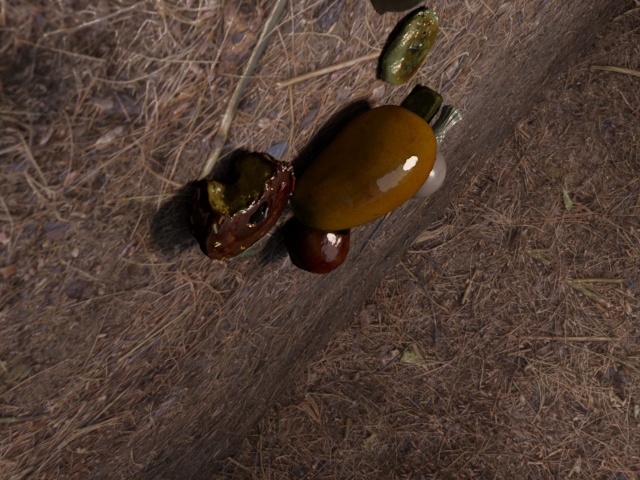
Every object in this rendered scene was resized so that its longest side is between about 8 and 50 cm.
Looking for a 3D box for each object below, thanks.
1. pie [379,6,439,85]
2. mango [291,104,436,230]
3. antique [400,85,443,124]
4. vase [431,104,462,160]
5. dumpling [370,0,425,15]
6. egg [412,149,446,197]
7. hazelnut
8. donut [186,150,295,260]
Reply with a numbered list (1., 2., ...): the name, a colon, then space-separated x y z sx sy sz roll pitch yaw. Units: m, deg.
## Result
1. pie: 0.203 -0.431 1.254 0.187 0.041 0.187 -43 161 -18
2. mango: 0.097 -0.155 1.296 0.378 0.221 0.264 -35 164 -12
3. antique: 0.243 -0.319 1.530 0.221 0.080 0.081 -55 163 14
4. vase: 0.323 -0.297 1.522 0.148 0.081 0.081 -54 163 -5
5. dumpling: 0.152 -0.459 0.921 0.108 0.127 0.188 -11 133 -53
6. egg: 0.287 -0.213 1.662 0.176 0.176 0.232 -51 -172 3
7. hazelnut: -0.008 0.001 1.468 0.201 0.170 0.160 -76 172 -68
8. donut: -0.150 -0.069 1.052 0.230 0.096 0.216 -47 165 -8
